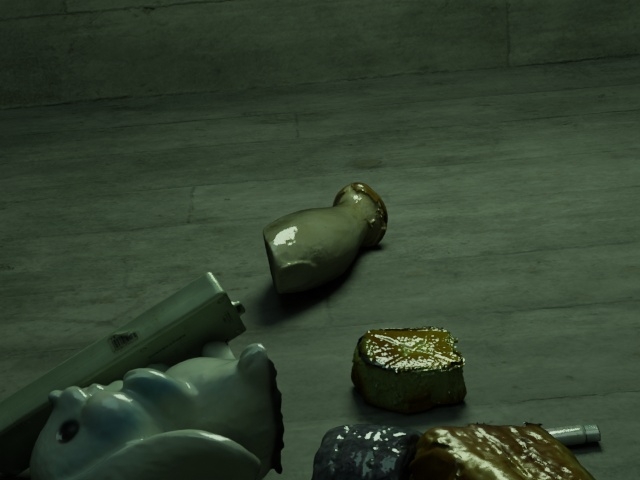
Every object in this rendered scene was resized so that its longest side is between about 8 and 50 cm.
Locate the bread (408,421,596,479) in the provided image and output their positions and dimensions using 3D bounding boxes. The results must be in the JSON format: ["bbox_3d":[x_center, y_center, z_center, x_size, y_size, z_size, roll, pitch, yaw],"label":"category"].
[{"bbox_3d":[0.218,0.294,1.177,0.195,0.149,0.344,6,14,-25],"label":"bread"}]

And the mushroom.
[{"bbox_3d":[0.000,0.000,2.044,0.128,0.128,0.350,7,21,27],"label":"mushroom"}]

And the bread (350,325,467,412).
[{"bbox_3d":[0.113,0.165,1.656,0.140,0.069,0.128,-5,21,-11],"label":"bread"}]

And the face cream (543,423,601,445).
[{"bbox_3d":[0.268,0.232,1.514,0.115,0.020,0.038,-7,21,0],"label":"face cream"}]

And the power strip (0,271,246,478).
[{"bbox_3d":[-0.254,0.163,1.527,0.367,0.106,0.043,-32,57,-7],"label":"power strip"}]

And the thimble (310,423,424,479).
[{"bbox_3d":[0.055,0.259,1.308,0.098,0.150,0.150,-2,20,23],"label":"thimble"}]

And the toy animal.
[{"bbox_3d":[-0.171,0.219,1.440,0.289,0.174,0.249,-16,-1,2],"label":"toy animal"}]
